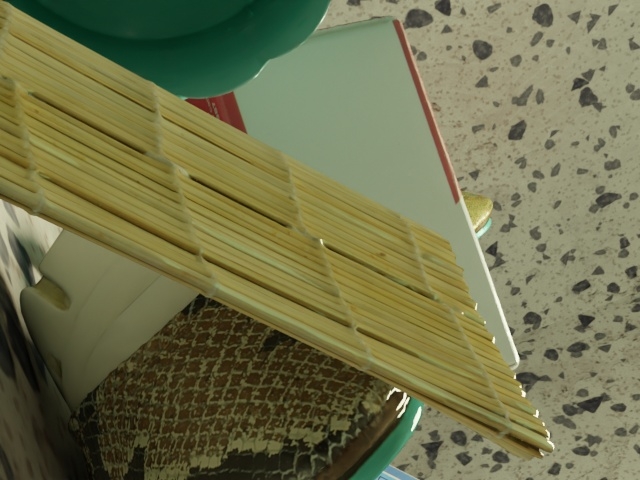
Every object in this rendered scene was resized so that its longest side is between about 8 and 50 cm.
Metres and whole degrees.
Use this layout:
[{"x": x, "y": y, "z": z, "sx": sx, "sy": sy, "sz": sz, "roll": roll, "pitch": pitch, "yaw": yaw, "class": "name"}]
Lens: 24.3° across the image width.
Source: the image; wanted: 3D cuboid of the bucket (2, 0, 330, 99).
[{"x": -0.108, "y": -0.230, "z": 0.903, "sx": 0.183, "sy": 0.281, "sz": 0.281, "roll": -122, "pitch": -168, "yaw": -76, "class": "bucket"}]

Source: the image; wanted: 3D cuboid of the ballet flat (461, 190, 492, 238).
[{"x": 0.000, "y": 0.000, "z": 1.456, "sx": 0.123, "sy": 0.348, "sz": 0.123, "roll": 31, "pitch": 48, "yaw": -42, "class": "ballet flat"}]

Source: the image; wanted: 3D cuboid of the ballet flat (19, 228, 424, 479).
[{"x": -0.074, "y": 0.063, "z": 0.782, "sx": 0.182, "sy": 0.164, "sz": 0.483, "roll": 49, "pitch": -8, "yaw": 1, "class": "ballet flat"}]

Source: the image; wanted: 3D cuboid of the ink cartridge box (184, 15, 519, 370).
[{"x": -0.021, "y": 0.024, "z": 1.208, "sx": 0.384, "sy": 0.160, "sz": 0.279, "roll": 140, "pitch": -67, "yaw": -69, "class": "ink cartridge box"}]

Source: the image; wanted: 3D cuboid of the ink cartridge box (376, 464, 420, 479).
[{"x": 0.180, "y": 0.434, "z": 1.668, "sx": 0.395, "sy": 0.151, "sz": 0.270, "roll": 23, "pitch": -32, "yaw": 20, "class": "ink cartridge box"}]

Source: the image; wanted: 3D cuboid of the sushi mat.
[{"x": -0.055, "y": -0.023, "z": 0.542, "sx": 0.316, "sy": 0.019, "sz": 0.151, "roll": 27, "pitch": 24, "yaw": -27, "class": "sushi mat"}]
